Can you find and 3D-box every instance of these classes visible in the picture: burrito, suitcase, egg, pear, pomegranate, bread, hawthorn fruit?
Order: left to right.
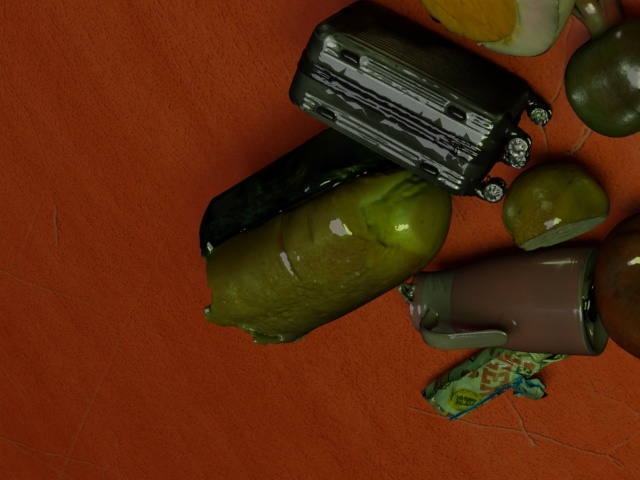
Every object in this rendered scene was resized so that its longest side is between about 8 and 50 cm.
[{"bbox_3d":[0.000,0.000,1.787,0.251,0.208,0.376,17,147,-37],"label":"bread"},{"bbox_3d":[0.127,-0.182,1.664,0.312,0.202,0.128,29,118,9],"label":"suitcase"},{"bbox_3d":[0.269,0.200,1.919,0.104,0.054,0.288,48,128,-7],"label":"burrito"},{"bbox_3d":[0.215,-0.359,1.530,0.264,0.174,0.286,29,153,43],"label":"egg"},{"bbox_3d":[0.298,-0.052,1.703,0.141,0.141,0.104,-33,73,37],"label":"pear"},{"bbox_3d":[0.356,-0.223,1.578,0.152,0.131,0.191,-34,78,43],"label":"pomegranate"},{"bbox_3d":[0.439,0.079,1.690,0.199,0.199,0.251,20,150,14],"label":"hawthorn fruit"}]

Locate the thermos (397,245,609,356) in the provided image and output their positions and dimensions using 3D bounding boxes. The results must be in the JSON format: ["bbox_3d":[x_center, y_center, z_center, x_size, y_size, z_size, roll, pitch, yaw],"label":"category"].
[{"bbox_3d":[0.246,0.090,1.787,0.265,0.176,0.146,-2,117,26],"label":"thermos"}]
